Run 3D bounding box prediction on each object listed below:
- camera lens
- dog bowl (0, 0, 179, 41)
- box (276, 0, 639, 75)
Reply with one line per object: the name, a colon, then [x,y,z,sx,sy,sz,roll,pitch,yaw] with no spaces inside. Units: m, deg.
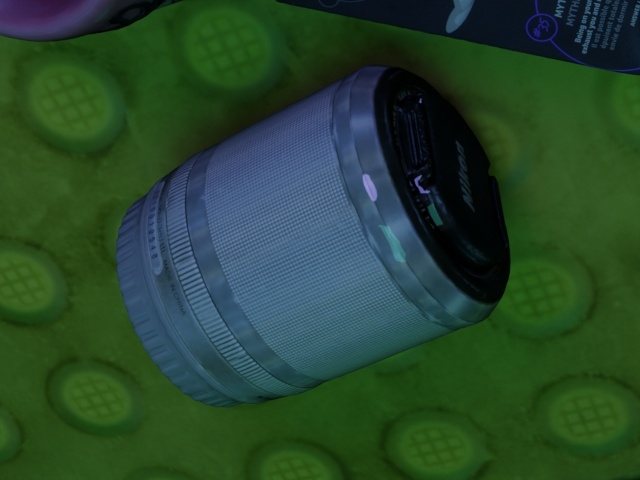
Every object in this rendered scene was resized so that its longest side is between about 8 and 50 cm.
camera lens: [0.000,0.000,1.054,0.274,0.219,0.219,-24,117,26]
dog bowl: [-0.201,-0.307,0.816,0.408,0.150,0.408,26,140,24]
box: [0.117,-0.241,0.903,0.270,0.143,0.165,12,127,3]
